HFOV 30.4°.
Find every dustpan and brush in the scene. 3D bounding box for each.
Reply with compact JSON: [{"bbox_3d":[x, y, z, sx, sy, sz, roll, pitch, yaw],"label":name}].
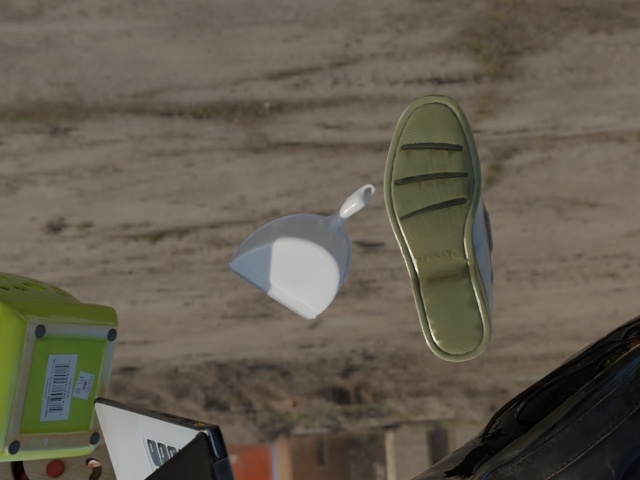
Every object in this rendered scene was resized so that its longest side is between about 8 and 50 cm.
[{"bbox_3d":[0.000,0.000,1.502,0.147,0.060,0.211,34,132,-19],"label":"dustpan and brush"}]

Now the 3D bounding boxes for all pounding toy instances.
[{"bbox_3d":[-0.385,0.358,1.781,0.269,0.154,0.155,22,153,23],"label":"pounding toy"}]

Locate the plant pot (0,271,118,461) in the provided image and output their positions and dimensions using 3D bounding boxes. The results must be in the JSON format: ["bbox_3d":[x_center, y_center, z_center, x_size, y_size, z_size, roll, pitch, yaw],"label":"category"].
[{"bbox_3d":[-0.393,0.162,1.477,0.207,0.228,0.227,10,179,33],"label":"plant pot"}]

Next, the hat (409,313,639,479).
[{"bbox_3d":[0.205,0.159,0.869,0.331,0.134,0.331,-32,174,-4],"label":"hat"}]

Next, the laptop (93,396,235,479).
[{"bbox_3d":[-0.154,0.366,0.980,0.236,0.382,0.408,-20,-170,-30],"label":"laptop"}]

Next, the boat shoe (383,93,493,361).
[{"bbox_3d":[0.139,-0.019,1.354,0.113,0.302,0.103,-4,-169,11],"label":"boat shoe"}]
